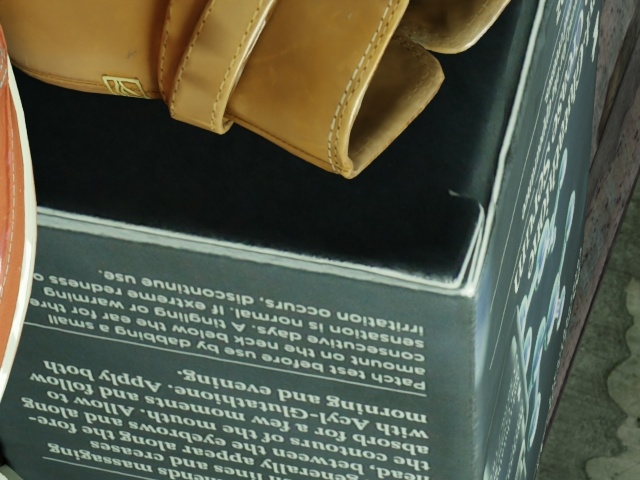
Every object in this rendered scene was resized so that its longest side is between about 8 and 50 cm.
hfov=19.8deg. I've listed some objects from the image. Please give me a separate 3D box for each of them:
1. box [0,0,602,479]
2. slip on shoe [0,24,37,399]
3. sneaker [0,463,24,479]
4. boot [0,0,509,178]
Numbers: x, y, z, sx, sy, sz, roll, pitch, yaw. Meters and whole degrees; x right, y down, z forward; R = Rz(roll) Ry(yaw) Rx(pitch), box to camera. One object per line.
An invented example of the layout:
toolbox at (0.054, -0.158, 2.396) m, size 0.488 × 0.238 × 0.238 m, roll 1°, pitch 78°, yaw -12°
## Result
box at (0.000, 0.000, 0.830) m, size 0.395 × 0.212 × 0.293 m, roll 83°, pitch 20°, yaw -54°
slip on shoe at (-0.142, -0.066, 0.522) m, size 0.101 × 0.123 × 0.331 m, roll -102°, pitch -164°, yaw -74°
sneaker at (-0.163, 0.204, 0.829) m, size 0.124 × 0.107 × 0.283 m, roll -45°, pitch 149°, yaw -24°
boot at (-0.012, -0.166, 0.621) m, size 0.283 × 0.220 × 0.109 m, roll -55°, pitch 155°, yaw -20°
